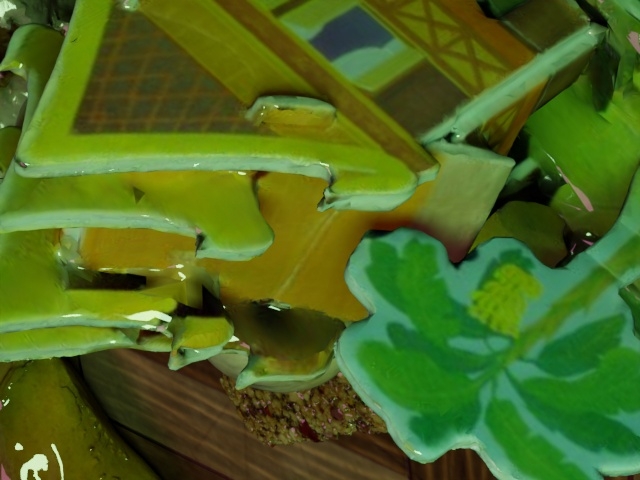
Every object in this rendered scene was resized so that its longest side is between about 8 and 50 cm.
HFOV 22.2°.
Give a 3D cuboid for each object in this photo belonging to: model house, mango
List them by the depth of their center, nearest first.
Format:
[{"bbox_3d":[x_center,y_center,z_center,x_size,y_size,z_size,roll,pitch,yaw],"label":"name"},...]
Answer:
[{"bbox_3d":[0.000,0.000,0.760,0.357,0.313,0.242,43,143,14],"label":"model house"},{"bbox_3d":[-0.192,0.194,1.254,0.156,0.151,0.249,-13,103,18],"label":"mango"}]

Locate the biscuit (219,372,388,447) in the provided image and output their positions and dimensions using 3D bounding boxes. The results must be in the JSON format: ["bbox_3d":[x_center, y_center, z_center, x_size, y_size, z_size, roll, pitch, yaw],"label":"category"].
[{"bbox_3d":[0.010,0.092,1.035,0.199,0.034,0.064,-16,105,51],"label":"biscuit"}]

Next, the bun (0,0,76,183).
[{"bbox_3d":[-0.214,-0.142,0.970,0.281,0.204,0.282,-14,70,41],"label":"bun"}]

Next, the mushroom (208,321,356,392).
[{"bbox_3d":[-0.032,0.014,0.958,0.154,0.122,0.154,46,-179,-2],"label":"mushroom"}]
